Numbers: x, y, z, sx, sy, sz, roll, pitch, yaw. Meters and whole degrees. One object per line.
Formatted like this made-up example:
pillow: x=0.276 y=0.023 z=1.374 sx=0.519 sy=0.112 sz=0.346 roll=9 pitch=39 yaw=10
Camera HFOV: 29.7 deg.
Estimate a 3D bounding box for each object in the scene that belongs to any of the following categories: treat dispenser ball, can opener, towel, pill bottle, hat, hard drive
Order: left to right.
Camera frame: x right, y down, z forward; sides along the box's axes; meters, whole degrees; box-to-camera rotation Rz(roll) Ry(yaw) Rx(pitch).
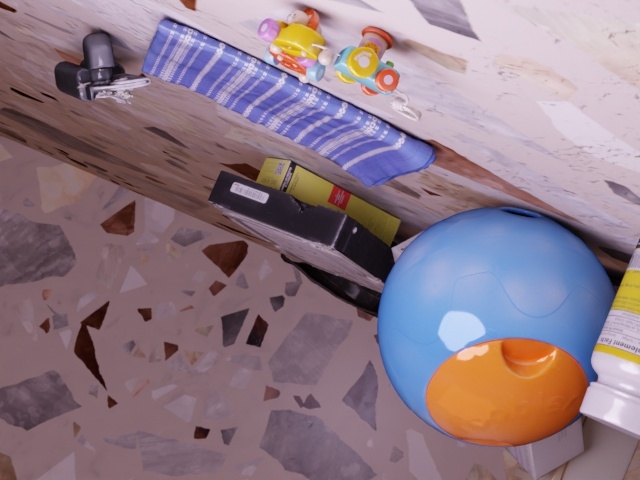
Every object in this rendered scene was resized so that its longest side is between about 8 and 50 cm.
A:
can opener: x=-0.290 y=-0.224 z=1.579 sx=0.074 sy=0.093 sz=0.280 roll=-10 pitch=-169 yaw=-21
towel: x=-0.046 y=-0.150 z=1.393 sx=0.336 sy=0.040 sz=0.243 roll=25 pitch=174 yaw=-11
hard drive: x=0.000 y=0.000 z=1.901 sx=0.237 sy=0.064 sz=0.339 roll=21 pitch=174 yaw=28
hat: x=0.084 y=0.049 z=2.197 sx=0.331 sy=0.134 sz=0.331 roll=26 pitch=-176 yaw=-2
treat dispenser ball: x=0.211 y=0.103 z=1.445 sx=0.288 sy=0.288 sz=0.288 roll=23 pitch=174 yaw=2
pill bottle: x=0.355 y=0.102 z=1.255 sx=0.119 sy=0.208 sz=0.119 roll=23 pitch=175 yaw=2

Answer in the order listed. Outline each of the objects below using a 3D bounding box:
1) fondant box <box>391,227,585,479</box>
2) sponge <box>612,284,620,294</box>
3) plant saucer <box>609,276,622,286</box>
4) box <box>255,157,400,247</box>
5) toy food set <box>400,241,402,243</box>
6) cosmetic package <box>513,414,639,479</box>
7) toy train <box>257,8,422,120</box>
fondant box: x=0.244 y=0.158 z=1.768 sx=0.330 sy=0.096 sz=0.238 roll=48 pitch=160 yaw=47
sponge: x=0.431 y=0.100 z=1.665 sx=0.210 sy=0.031 sz=0.117 roll=29 pitch=172 yaw=-42
plant saucer: x=0.459 y=0.087 z=1.672 sx=0.192 sy=0.018 sz=0.067 roll=24 pitch=175 yaw=7
box: x=0.012 y=-0.058 z=1.930 sx=0.232 sy=0.058 sz=0.087 roll=27 pitch=173 yaw=-29
toy food set: x=0.204 y=0.036 z=2.216 sx=0.122 sy=0.019 sz=0.078 roll=20 pitch=173 yaw=36
cosmetic package: x=0.425 y=0.250 z=1.854 sx=0.113 sy=0.309 sz=0.160 roll=24 pitch=173 yaw=-9
toy train: x=0.015 y=-0.160 z=1.038 sx=0.166 sy=0.046 sz=0.125 roll=24 pitch=177 yaw=27
